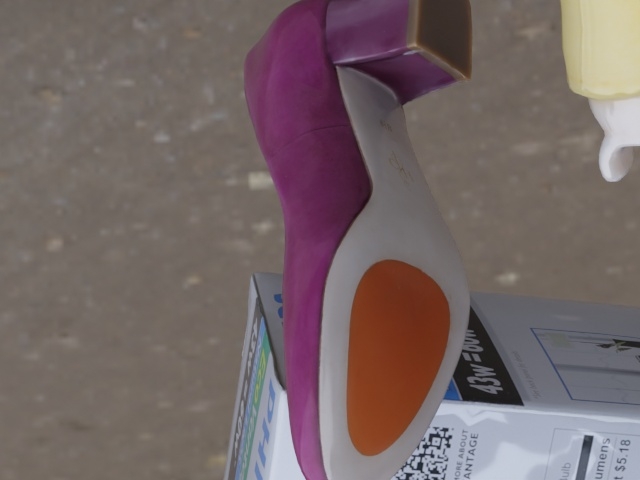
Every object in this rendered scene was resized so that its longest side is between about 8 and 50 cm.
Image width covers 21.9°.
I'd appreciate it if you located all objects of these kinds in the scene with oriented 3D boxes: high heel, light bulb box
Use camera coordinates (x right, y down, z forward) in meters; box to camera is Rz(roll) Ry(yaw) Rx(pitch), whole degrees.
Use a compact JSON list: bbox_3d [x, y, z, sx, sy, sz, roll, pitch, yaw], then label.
[{"bbox_3d":[0.000,0.000,1.075,0.181,0.377,0.127,-17,138,41],"label":"high heel"},{"bbox_3d":[0.109,0.235,1.204,0.361,0.358,0.225,6,-163,-10],"label":"light bulb box"}]

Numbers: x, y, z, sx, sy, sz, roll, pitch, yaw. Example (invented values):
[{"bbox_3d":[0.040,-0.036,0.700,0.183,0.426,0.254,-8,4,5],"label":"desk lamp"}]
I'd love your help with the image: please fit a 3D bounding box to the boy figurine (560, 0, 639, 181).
[{"bbox_3d":[0.134,-0.076,0.407,0.177,0.092,0.285,-17,110,33],"label":"boy figurine"}]
